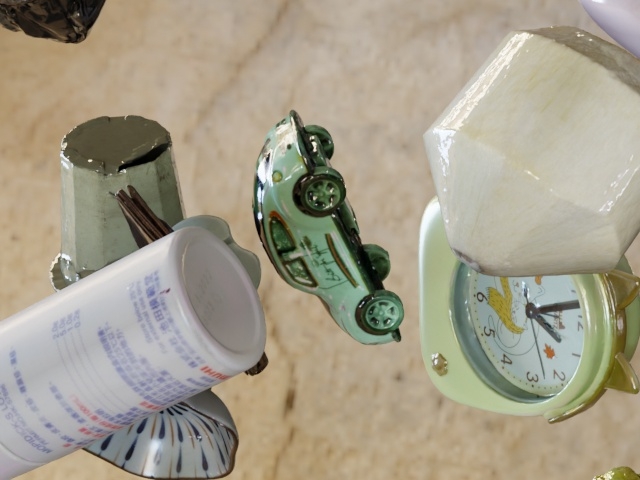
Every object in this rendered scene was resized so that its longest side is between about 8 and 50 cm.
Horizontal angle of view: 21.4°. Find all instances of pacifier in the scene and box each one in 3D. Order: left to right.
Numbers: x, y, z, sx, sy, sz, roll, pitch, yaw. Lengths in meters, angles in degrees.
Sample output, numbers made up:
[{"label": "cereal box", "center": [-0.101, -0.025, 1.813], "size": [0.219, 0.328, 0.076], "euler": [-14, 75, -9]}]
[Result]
[{"label": "pacifier", "center": [-0.148, 0.027, 2.030], "size": [0.150, 0.127, 0.116], "euler": [55, 179, 28]}]

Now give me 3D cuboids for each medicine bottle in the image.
[{"label": "medicine bottle", "center": [-0.217, 0.113, 1.440], "size": [0.341, 0.130, 0.130], "euler": [-27, 175, 24]}]

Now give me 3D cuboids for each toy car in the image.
[{"label": "toy car", "center": [0.000, 0.000, 1.971], "size": [0.125, 0.306, 0.136], "euler": [-22, -151, 5]}]

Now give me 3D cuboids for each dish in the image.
[{"label": "dish", "center": [-0.161, 0.164, 1.657], "size": [0.190, 0.191, 0.066], "euler": [11, -125, 5]}]

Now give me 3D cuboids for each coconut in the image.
[{"label": "coconut", "center": [0.191, -0.063, 1.434], "size": [0.202, 0.222, 0.202], "euler": [39, 173, 6]}]

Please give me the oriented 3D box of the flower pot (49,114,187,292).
[{"label": "flower pot", "center": [-0.255, -0.039, 2.197], "size": [0.212, 0.202, 0.212], "euler": [0, -145, 0]}]

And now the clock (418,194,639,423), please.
[{"label": "clock", "center": [0.278, 0.086, 2.159], "size": [0.117, 0.286, 0.348], "euler": [-13, -162, -41]}]

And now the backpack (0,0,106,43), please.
[{"label": "backpack", "center": [-0.237, -0.293, 1.494], "size": [0.133, 0.206, 0.258], "euler": [21, 158, 16]}]

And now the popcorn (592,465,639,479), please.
[{"label": "popcorn", "center": [0.409, 0.315, 1.891], "size": [0.195, 0.168, 0.173], "euler": [-13, -166, 15]}]

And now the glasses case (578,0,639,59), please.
[{"label": "glasses case", "center": [0.323, -0.143, 1.329], "size": [0.297, 0.075, 0.113], "euler": [24, -173, -34]}]

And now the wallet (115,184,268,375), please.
[{"label": "wallet", "center": [-0.142, 0.043, 1.863], "size": [0.230, 0.042, 0.124], "euler": [50, 168, 27]}]
